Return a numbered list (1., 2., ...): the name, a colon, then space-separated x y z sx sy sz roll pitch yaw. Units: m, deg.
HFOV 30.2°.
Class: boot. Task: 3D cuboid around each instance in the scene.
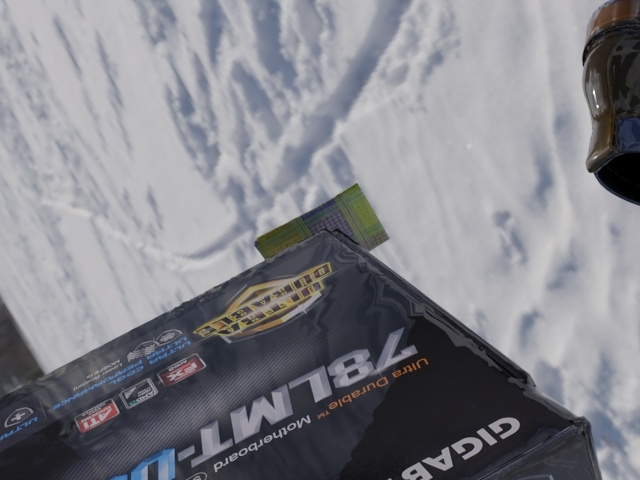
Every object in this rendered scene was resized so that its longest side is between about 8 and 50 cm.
1. boot: 0.226 -0.034 0.610 0.219 0.106 0.082 24 142 -6

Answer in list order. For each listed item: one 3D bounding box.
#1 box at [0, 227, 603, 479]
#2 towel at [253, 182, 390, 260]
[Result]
1. box: -0.053 0.123 0.621 0.293 0.295 0.073 39 153 63
2. towel: 0.000 0.000 0.804 0.060 0.083 0.009 58 -176 -41
